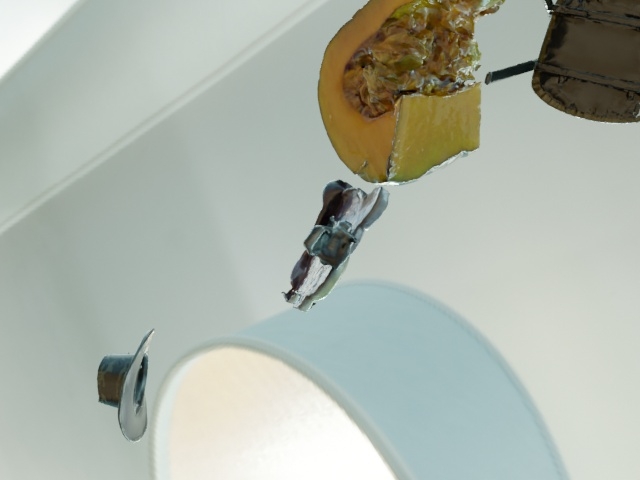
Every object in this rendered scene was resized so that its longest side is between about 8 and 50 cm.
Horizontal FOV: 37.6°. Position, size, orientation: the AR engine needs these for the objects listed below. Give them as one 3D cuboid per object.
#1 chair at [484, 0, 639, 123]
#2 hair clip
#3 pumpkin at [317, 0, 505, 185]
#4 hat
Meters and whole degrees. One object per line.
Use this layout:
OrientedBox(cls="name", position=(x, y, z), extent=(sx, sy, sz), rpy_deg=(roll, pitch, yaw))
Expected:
OrientedBox(cls="chair", position=(0.309, -0.214, 1.007), extent=(0.158, 0.247, 0.172), rpy_deg=(19, -82, 28))
OrientedBox(cls="hair clip", position=(0.007, 0.004, 0.952), extent=(0.056, 0.187, 0.146), rpy_deg=(29, -91, -4))
OrientedBox(cls="pumpkin", position=(0.115, -0.173, 1.021), extent=(0.280, 0.139, 0.190), rpy_deg=(-28, -99, 60))
OrientedBox(cls="hat", position=(-0.200, 0.145, 0.955), extent=(0.050, 0.121, 0.121), rpy_deg=(6, -68, 1))
